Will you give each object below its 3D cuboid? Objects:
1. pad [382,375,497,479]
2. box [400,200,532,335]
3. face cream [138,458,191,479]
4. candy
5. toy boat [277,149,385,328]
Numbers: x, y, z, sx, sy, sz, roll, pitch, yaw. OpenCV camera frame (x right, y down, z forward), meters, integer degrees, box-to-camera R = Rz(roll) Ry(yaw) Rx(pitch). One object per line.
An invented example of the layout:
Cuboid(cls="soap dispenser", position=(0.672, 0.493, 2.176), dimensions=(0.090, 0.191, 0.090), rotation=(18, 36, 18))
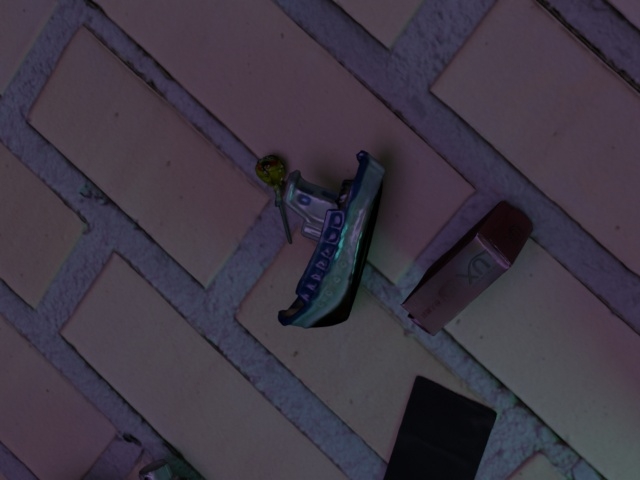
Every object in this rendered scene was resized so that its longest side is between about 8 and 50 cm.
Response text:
Cuboid(cls="pad", position=(0.148, 0.276, 1.970), dimensions=(0.116, 0.004, 0.193), rotation=(23, 116, 18))
Cuboid(cls="box", position=(0.173, 0.033, 1.815), dimensions=(0.060, 0.111, 0.156), rotation=(45, 122, -2))
Cuboid(cls="face cream", position=(-0.169, 0.470, 2.137), dimensions=(0.105, 0.105, 0.349), rotation=(-17, 98, 30))
Cuboid(cls="candy", position=(-0.054, -0.050, 1.951), dimensions=(0.035, 0.035, 0.123), rotation=(21, 130, 54))
Cuboid(cls="toy boat", position=(0.000, 0.000, 1.884), dimensions=(0.115, 0.114, 0.262), rotation=(17, 118, 7))
